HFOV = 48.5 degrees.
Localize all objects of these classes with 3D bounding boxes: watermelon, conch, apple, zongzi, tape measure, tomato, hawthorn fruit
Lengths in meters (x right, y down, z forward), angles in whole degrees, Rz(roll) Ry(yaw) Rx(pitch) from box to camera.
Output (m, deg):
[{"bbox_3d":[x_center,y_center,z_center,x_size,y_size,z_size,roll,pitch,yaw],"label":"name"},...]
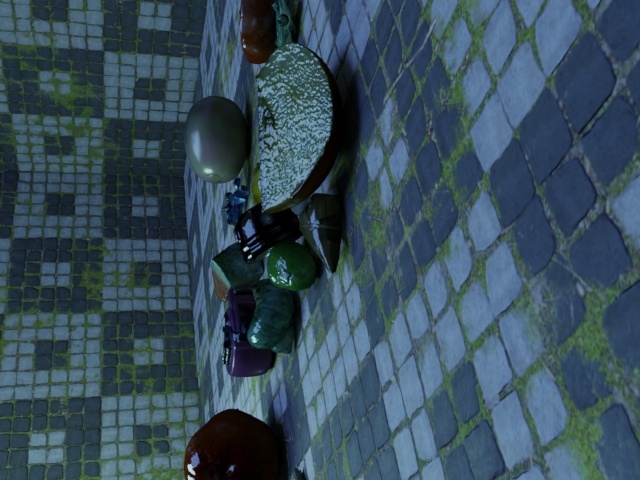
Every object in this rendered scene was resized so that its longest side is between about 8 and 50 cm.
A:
[{"bbox_3d":[-0.274,0.119,2.322,0.139,0.193,0.256,50,145,16],"label":"watermelon"},{"bbox_3d":[-0.123,0.200,1.849,0.176,0.122,0.188,-55,-30,-82],"label":"conch"},{"bbox_3d":[-0.045,-0.230,1.492,0.254,0.179,0.345,117,152,-80],"label":"apple"},{"bbox_3d":[0.000,0.000,1.520,0.160,0.079,0.176,130,135,-73],"label":"zongzi"},{"bbox_3d":[-0.228,0.287,2.141,0.245,0.149,0.231,-112,29,-54],"label":"tape measure"},{"bbox_3d":[-0.157,-0.596,1.953,0.237,0.095,0.236,6,-90,-86],"label":"tomato"},{"bbox_3d":[-0.252,0.628,2.016,0.311,0.295,0.294,176,94,-77],"label":"hawthorn fruit"}]

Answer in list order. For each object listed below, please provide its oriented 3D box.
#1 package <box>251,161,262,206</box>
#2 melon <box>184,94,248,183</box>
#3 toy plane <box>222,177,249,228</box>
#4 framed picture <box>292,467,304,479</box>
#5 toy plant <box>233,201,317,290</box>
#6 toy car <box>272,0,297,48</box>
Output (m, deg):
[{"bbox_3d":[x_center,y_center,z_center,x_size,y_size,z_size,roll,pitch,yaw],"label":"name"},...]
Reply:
[{"bbox_3d":[-0.143,-0.142,1.970,0.226,0.090,0.168,-168,75,-76],"label":"package"},{"bbox_3d":[-0.365,-0.355,2.484,0.223,0.223,0.316,146,124,-70],"label":"melon"},{"bbox_3d":[-0.302,-0.098,2.524,0.246,0.078,0.169,104,-174,-47],"label":"toy plane"},{"bbox_3d":[-0.034,0.741,1.701,0.315,0.024,0.231,-116,29,-58],"label":"framed picture"},{"bbox_3d":[-0.097,0.022,1.715,0.235,0.175,0.218,60,166,5],"label":"toy plant"},{"bbox_3d":[-0.090,-0.549,1.853,0.186,0.058,0.093,90,170,-47],"label":"toy car"}]
